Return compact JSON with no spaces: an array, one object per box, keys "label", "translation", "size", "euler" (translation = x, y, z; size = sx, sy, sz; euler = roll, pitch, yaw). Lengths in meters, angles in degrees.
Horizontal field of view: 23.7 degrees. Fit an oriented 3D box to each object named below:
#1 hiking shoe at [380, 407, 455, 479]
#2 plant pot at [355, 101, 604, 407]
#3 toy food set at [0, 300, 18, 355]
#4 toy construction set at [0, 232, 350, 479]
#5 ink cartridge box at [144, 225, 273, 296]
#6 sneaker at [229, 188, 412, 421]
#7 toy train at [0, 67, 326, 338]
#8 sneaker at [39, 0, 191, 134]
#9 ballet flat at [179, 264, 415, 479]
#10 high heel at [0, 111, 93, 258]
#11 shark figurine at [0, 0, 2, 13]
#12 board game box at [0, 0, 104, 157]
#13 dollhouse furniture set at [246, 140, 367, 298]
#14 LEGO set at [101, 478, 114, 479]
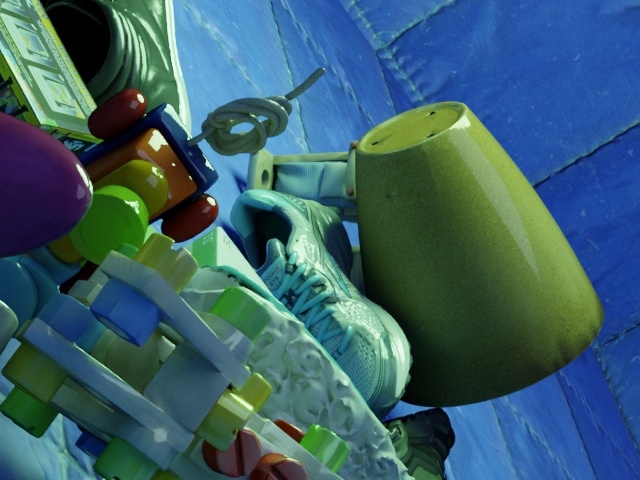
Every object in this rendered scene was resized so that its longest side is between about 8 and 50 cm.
[{"label":"hiking shoe","translation":[0.083,0.230,1.488],"size":[0.227,0.086,0.114],"euler":[-1,74,-69]},{"label":"plant pot","translation":[0.136,-0.002,1.538],"size":[0.237,0.237,0.254],"euler":[-86,156,-68]},{"label":"toy food set","translation":[-0.232,0.032,0.709],"size":[0.104,0.111,0.232],"euler":[-63,149,-26]},{"label":"toy construction set","translation":[-0.049,0.131,0.863],"size":[0.327,0.151,0.215],"euler":[56,-23,-17]},{"label":"ink cartridge box","translation":[-0.103,0.043,1.242],"size":[0.235,0.056,0.171],"euler":[54,14,-27]},{"label":"sneaker","translation":[-0.016,0.062,1.462],"size":[0.122,0.110,0.283],"euler":[27,26,-45]},{"label":"toy train","translation":[-0.112,-0.032,0.954],"size":[0.105,0.248,0.143],"euler":[56,18,-14]},{"label":"sneaker","translation":[-0.198,-0.206,1.321],"size":[0.147,0.105,0.295],"euler":[47,21,-59]},{"label":"ballet flat","translation":[-0.002,0.197,1.125],"size":[0.409,0.147,0.147],"euler":[53,15,-23]},{"label":"high heel","translation":[-0.221,-0.063,0.750],"size":[0.244,0.082,0.117],"euler":[22,-20,37]},{"label":"shark figurine","translation":[-0.278,-0.214,0.949],"size":[0.278,0.166,0.116],"euler":[53,24,-18]},{"label":"board game box","translation":[-0.238,-0.140,1.159],"size":[0.170,0.048,0.141],"euler":[61,11,10]},{"label":"dollhouse furniture set","translation":[0.000,0.000,1.641],"size":[0.129,0.129,0.183],"euler":[32,59,-61]},{"label":"LEGO set","translation":[-0.082,0.219,0.919],"size":[0.182,0.060,0.244],"euler":[62,14,2]}]
